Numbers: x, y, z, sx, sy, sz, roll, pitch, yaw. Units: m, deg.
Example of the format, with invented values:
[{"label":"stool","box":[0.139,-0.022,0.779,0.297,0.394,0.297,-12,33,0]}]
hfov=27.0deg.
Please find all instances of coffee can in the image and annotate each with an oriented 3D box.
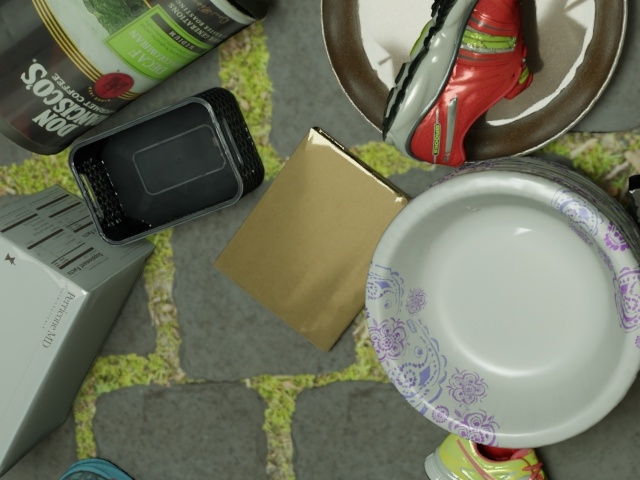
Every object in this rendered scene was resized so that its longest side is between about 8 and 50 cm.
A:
[{"label":"coffee can","box":[-0.223,-0.242,1.368,0.275,0.201,0.201,-30,95,19]}]

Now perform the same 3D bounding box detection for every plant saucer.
[{"label":"plant saucer","box":[0.155,-0.233,1.356,0.310,0.050,0.311,4,104,14]}]

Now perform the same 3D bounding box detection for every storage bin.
[{"label":"storage bin","box":[-0.168,-0.081,1.457,0.180,0.084,0.122,-20,98,17]}]

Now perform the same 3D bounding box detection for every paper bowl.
[{"label":"paper bowl","box":[0.199,0.055,1.355,0.284,0.148,0.284,6,106,21]}]

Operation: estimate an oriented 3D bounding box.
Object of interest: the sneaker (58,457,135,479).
[{"label":"sneaker","box":[-0.210,0.365,1.558,0.262,0.125,0.104,28,109,6]}]

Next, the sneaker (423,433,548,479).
[{"label":"sneaker","box":[0.220,0.267,1.449,0.208,0.081,0.094,30,107,6]}]

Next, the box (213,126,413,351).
[{"label":"box","box":[0.000,0.000,1.468,0.164,0.021,0.201,38,110,3]}]

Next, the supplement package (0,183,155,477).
[{"label":"supplement package","box":[-0.330,0.099,1.480,0.145,0.204,0.262,31,109,5]}]

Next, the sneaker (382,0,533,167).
[{"label":"sneaker","box":[0.163,-0.197,1.302,0.118,0.107,0.279,24,113,-12]}]

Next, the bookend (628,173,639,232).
[{"label":"bookend","box":[0.405,-0.005,1.337,0.157,0.072,0.156,-15,100,17]}]
